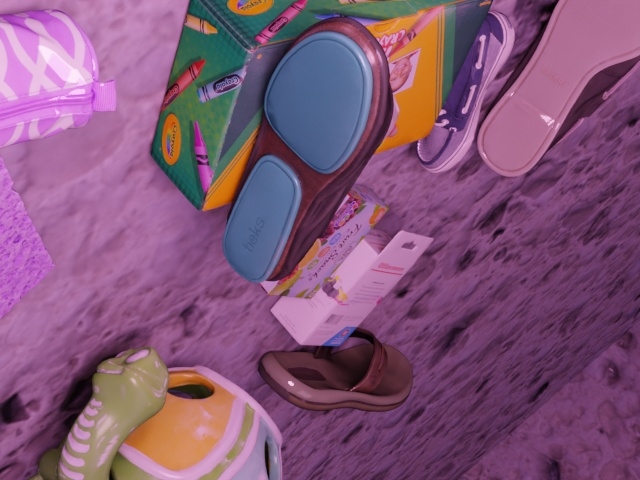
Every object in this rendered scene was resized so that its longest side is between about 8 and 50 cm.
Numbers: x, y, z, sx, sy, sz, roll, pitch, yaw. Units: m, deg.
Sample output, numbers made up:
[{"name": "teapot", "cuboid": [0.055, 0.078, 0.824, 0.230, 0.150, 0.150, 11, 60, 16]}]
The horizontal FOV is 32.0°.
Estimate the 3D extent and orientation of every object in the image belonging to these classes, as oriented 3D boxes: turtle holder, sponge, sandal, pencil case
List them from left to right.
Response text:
[{"name": "pencil case", "cuboid": [-0.234, -0.084, 0.670, 0.206, 0.088, 0.086, -25, 130, -37]}, {"name": "sponge", "cuboid": [-0.265, 0.004, 0.809, 0.117, 0.031, 0.210, -48, 158, -22]}, {"name": "turtle holder", "cuboid": [-0.174, 0.236, 1.168, 0.227, 0.243, 0.320, -50, 119, -20]}, {"name": "sandal", "cuboid": [0.040, 0.162, 1.463, 0.302, 0.120, 0.086, 5, 114, -58]}]

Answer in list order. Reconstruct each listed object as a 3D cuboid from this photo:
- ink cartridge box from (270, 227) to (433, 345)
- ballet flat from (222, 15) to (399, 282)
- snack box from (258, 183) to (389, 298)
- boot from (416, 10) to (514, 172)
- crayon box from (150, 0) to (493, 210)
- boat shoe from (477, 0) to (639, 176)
[{"name": "ink cartridge box", "cuboid": [0.039, 0.040, 1.314, 0.181, 0.061, 0.104, -49, 155, 15]}, {"name": "ballet flat", "cuboid": [-0.002, -0.075, 0.845, 0.096, 0.095, 0.280, -34, 165, -38]}, {"name": "snack box", "cuboid": [0.000, 0.000, 1.220, 0.141, 0.037, 0.100, -49, 156, 15]}, {"name": "boot", "cuboid": [0.122, -0.149, 1.138, 0.086, 0.069, 0.190, -10, 133, -39]}, {"name": "crayon box", "cuboid": [0.004, -0.141, 0.939, 0.278, 0.081, 0.165, -22, 148, -38]}, {"name": "boat shoe", "cuboid": [0.296, -0.212, 1.253, 0.335, 0.112, 0.095, -52, 172, 33]}]
